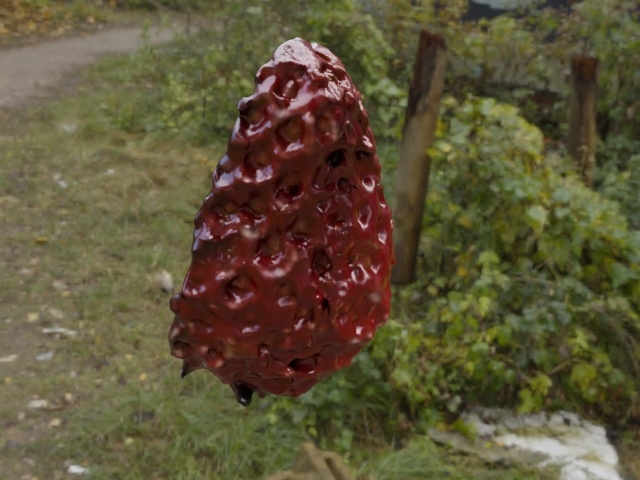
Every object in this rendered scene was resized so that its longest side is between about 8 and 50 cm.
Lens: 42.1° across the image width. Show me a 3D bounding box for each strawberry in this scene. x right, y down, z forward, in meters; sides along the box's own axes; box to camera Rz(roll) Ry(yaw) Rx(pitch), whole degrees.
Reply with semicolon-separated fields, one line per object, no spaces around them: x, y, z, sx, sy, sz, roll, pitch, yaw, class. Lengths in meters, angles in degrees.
0.000;0.000;0.516;0.111;0.236;0.190;25;39;15;strawberry
